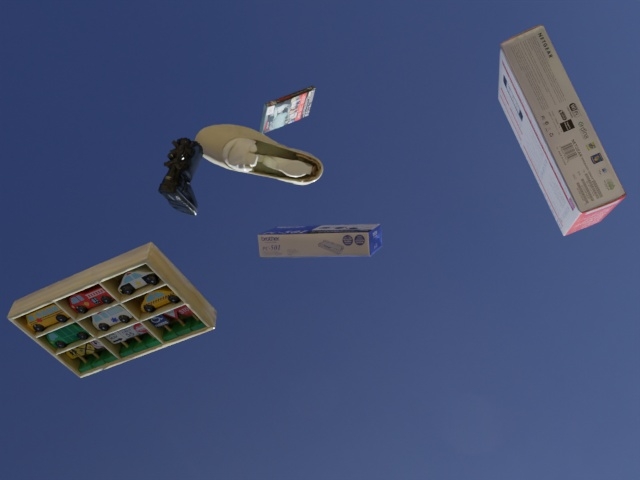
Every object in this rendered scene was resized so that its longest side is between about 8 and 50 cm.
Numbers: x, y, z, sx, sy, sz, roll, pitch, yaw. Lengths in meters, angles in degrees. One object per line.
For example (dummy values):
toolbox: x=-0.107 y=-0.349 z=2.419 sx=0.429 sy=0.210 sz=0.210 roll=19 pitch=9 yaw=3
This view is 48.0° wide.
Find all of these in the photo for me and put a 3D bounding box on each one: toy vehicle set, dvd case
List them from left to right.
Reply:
toy vehicle set: x=-0.311 y=0.112 z=1.079 sx=0.166 sy=0.266 sz=0.035 roll=53 pitch=-155 yaw=-35
dvd case: x=-0.068 y=-0.270 z=1.482 sx=0.119 sy=0.087 sz=0.013 roll=-28 pitch=-111 yaw=-25

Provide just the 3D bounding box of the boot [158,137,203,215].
boot: x=-0.219 y=-0.105 z=1.177 sx=0.045 sy=0.121 sz=0.099 roll=13 pitch=-108 yaw=17

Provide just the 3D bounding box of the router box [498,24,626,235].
router box: x=0.441 y=-0.192 z=1.360 sx=0.082 sy=0.301 sz=0.335 roll=-24 pitch=-101 yaw=10

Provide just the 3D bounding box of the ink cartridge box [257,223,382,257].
ink cartridge box: x=0.000 y=0.000 z=1.305 sx=0.207 sy=0.097 sz=0.046 roll=-2 pitch=-81 yaw=18

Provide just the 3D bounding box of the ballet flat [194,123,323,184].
ballet flat: x=-0.107 y=-0.155 z=1.332 sx=0.248 sy=0.086 sz=0.086 roll=11 pitch=-121 yaw=-21
